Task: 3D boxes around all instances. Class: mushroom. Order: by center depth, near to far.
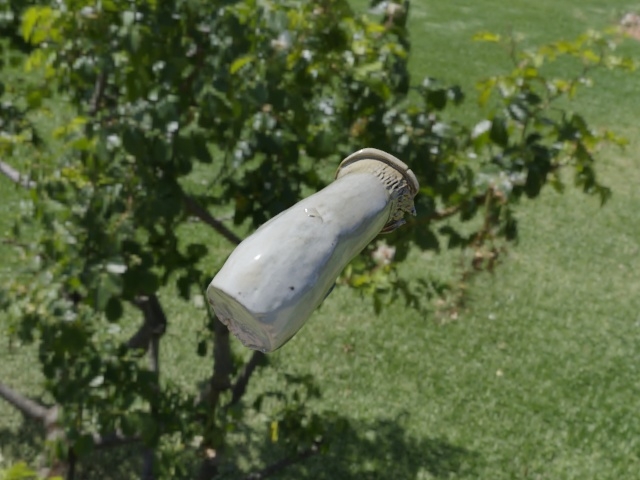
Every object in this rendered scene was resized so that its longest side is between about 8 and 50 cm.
[{"bbox_3d":[0.002,-0.003,0.740,0.081,0.092,0.223,36,52,13],"label":"mushroom"}]
